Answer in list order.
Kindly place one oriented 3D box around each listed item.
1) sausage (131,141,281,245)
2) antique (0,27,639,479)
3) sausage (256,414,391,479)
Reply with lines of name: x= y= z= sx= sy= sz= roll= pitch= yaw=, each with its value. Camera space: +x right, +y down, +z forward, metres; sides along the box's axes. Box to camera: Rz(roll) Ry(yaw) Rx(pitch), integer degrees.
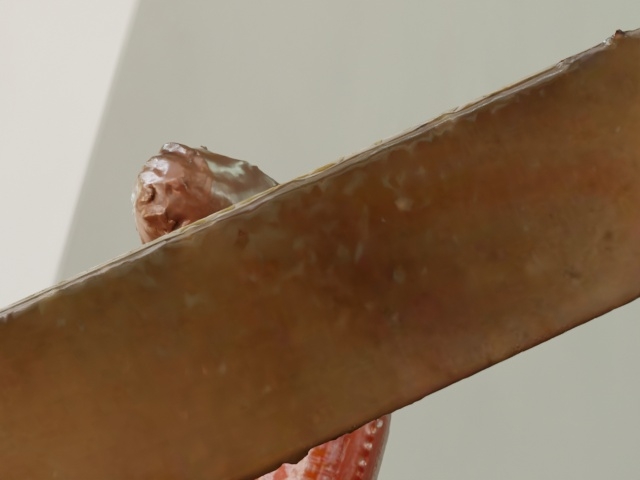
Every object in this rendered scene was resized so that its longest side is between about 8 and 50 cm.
sausage: x=-0.001 y=0.001 z=1.119 sx=0.087 sy=0.079 sz=0.326 roll=-43 pitch=-30 yaw=27
antique: x=-0.014 y=0.025 z=0.658 sx=0.310 sy=0.087 sz=0.093 roll=-24 pitch=1 yaw=-8
sausage: x=-0.021 y=0.158 z=0.944 sx=0.074 sy=0.274 sz=0.074 roll=17 pitch=-17 yaw=6
